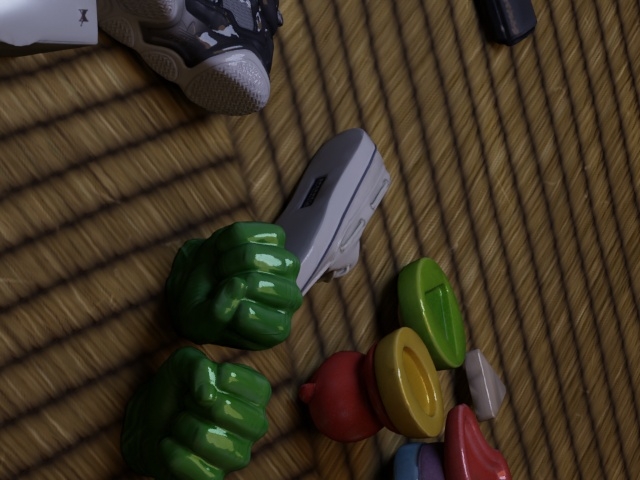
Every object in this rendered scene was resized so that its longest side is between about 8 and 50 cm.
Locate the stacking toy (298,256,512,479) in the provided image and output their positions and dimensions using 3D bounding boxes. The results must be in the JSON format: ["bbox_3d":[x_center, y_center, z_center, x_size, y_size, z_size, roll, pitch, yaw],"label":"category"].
[{"bbox_3d":[0.100,0.188,2.008,0.309,0.130,0.279,59,24,-30],"label":"stacking toy"}]

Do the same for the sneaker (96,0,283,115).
[{"bbox_3d":[-0.136,-0.252,1.750,0.268,0.101,0.153,43,51,-34],"label":"sneaker"}]

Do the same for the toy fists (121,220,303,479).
[{"bbox_3d":[-0.102,0.109,1.731,0.096,0.142,0.279,34,64,-41],"label":"toy fists"}]

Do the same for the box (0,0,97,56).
[{"bbox_3d":[-0.302,-0.254,1.551,0.181,0.119,0.181,-5,92,-47],"label":"box"}]

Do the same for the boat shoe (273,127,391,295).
[{"bbox_3d":[0.000,0.000,1.886,0.088,0.096,0.267,50,46,-27],"label":"boat shoe"}]

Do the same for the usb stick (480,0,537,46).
[{"bbox_3d":[0.200,-0.371,2.142,0.077,0.045,0.278,-34,112,-41],"label":"usb stick"}]
